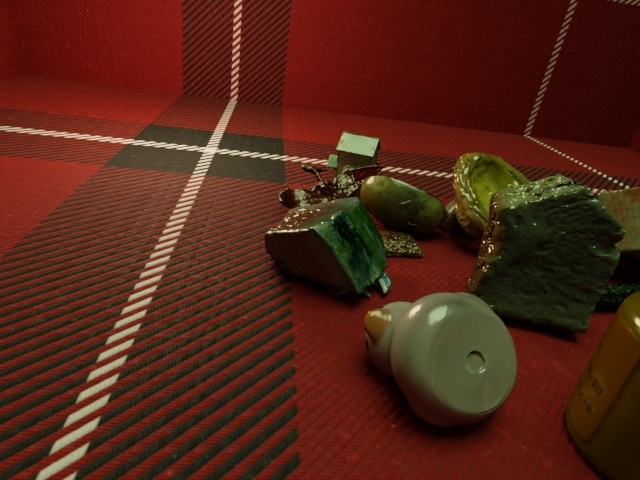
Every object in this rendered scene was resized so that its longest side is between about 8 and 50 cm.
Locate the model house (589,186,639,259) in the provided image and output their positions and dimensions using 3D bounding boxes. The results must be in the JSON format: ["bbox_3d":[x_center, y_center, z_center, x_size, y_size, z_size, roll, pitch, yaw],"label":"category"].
[{"bbox_3d":[0.847,-0.030,1.293,0.280,0.244,0.312,-8,-10,26],"label":"model house"}]

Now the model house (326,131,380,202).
[{"bbox_3d":[0.117,-0.274,1.529,0.178,0.206,0.271,17,29,15],"label":"model house"}]

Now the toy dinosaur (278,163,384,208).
[{"bbox_3d":[0.033,-0.171,1.351,0.328,0.113,0.206,4,66,-8],"label":"toy dinosaur"}]

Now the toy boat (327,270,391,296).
[{"bbox_3d":[0.090,0.097,1.012,0.150,0.034,0.105,-5,31,-1],"label":"toy boat"}]

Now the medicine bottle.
[{"bbox_3d":[0.526,0.168,0.605,0.225,0.383,0.224,6,27,-3],"label":"medicine bottle"}]

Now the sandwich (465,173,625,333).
[{"bbox_3d":[0.484,0.022,0.938,0.263,0.325,0.131,13,17,10],"label":"sandwich"}]

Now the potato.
[{"bbox_3d":[0.235,-0.086,1.283,0.272,0.160,0.111,27,73,4],"label":"potato"}]

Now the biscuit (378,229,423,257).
[{"bbox_3d":[0.161,0.005,1.202,0.231,0.025,0.131,2,27,-13],"label":"biscuit"}]

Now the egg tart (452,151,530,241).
[{"bbox_3d":[0.517,-0.110,1.308,0.346,0.132,0.344,11,61,-21],"label":"egg tart"}]

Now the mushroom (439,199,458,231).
[{"bbox_3d":[0.448,-0.086,1.398,0.213,0.088,0.096,-20,70,-34],"label":"mushroom"}]

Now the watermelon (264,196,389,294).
[{"bbox_3d":[0.006,-0.012,1.013,0.302,0.151,0.264,9,26,19],"label":"watermelon"}]

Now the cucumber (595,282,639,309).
[{"bbox_3d":[0.704,0.137,1.066,0.294,0.067,0.067,0,29,-14],"label":"cucumber"}]

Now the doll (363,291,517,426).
[{"bbox_3d":[0.185,0.186,0.726,0.251,0.221,0.221,27,24,-13],"label":"doll"}]
